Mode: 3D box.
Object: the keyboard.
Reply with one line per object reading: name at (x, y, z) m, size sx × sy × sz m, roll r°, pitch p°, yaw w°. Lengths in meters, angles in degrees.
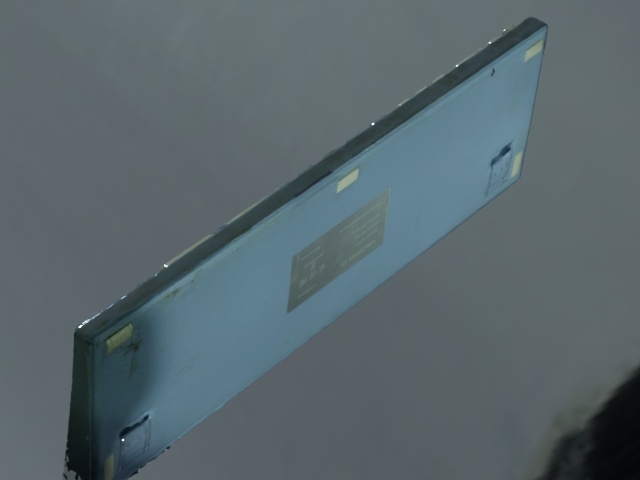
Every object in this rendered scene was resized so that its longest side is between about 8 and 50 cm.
keyboard at (0.001, 0.000, 0.495) m, size 0.014 × 0.055 × 0.176 m, roll 33°, pitch 47°, yaw 24°
